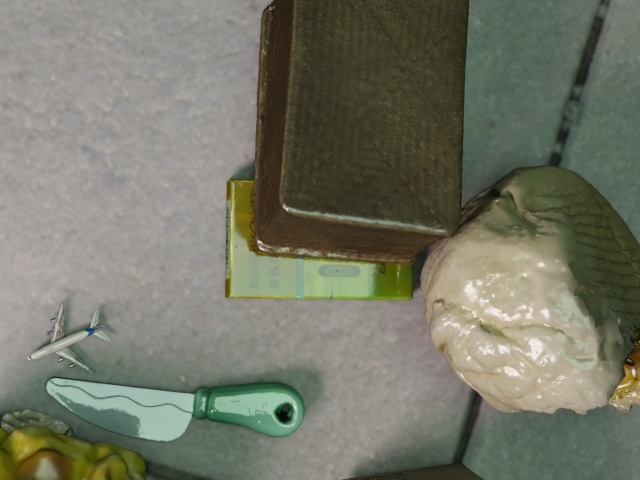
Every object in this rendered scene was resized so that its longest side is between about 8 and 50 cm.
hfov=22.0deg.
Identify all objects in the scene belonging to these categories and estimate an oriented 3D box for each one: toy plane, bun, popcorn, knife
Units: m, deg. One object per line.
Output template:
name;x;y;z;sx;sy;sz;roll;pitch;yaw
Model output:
toy plane;-0.251;0.100;1.633;0.084;0.024;0.078;-23;94;-6
bun;0.214;0.065;1.643;0.205;0.281;0.281;-30;96;23
popcorn;-0.263;0.296;1.517;0.258;0.270;0.224;6;131;-35
knife;-0.146;0.171;1.656;0.260;0.034;0.063;2;94;-7

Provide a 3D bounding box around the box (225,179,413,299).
box;0.000;0.000;1.690;0.193;0.030;0.121;1;88;-13

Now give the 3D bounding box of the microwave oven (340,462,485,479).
microwave oven;0.100;0.354;1.623;0.145;0.194;0.240;-8;90;-8

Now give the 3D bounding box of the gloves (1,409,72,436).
gloves;-0.275;0.190;1.617;0.081;0.037;0.044;26;56;0

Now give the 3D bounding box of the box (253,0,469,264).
box;0.036;-0.126;1.626;0.184;0.143;0.273;6;77;-11
